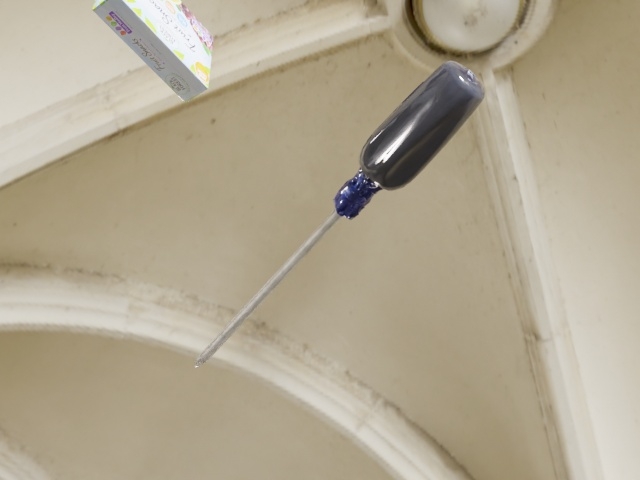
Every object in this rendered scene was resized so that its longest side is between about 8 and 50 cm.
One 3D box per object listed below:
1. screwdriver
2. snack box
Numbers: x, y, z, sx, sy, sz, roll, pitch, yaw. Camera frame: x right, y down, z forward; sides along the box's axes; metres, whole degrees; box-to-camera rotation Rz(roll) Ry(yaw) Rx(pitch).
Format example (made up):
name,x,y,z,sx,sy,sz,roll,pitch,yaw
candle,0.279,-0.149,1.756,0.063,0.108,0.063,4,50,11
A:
name,x,y,z,sx,sy,sz,roll,pitch,yaw
screwdriver,0.000,0.000,0.348,0.024,0.025,0.170,27,-64,-31
snack box,-0.172,-0.228,0.962,0.037,0.100,0.141,-26,-49,24
